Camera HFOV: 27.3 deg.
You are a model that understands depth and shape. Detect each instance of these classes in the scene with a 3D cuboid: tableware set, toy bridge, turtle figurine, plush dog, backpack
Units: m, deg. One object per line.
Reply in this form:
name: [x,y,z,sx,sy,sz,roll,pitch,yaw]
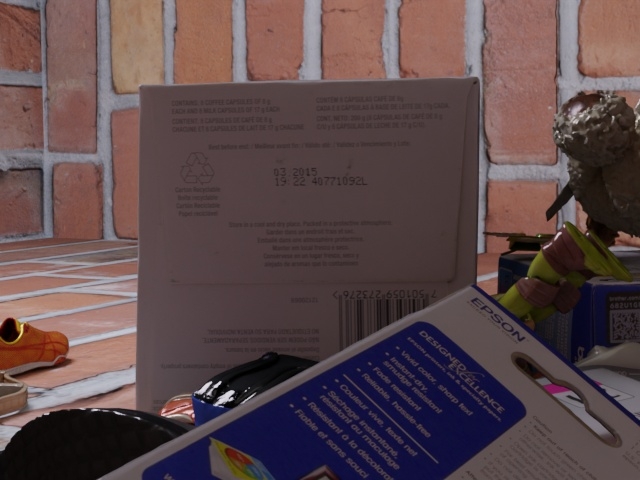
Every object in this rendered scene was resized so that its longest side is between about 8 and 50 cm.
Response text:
tableware set: [0.250,0.006,1.498,0.104,0.024,0.154,1,3,-10]
toy bridge: [-0.341,0.163,1.390,0.063,0.026,0.188,1,4,-6]
turtle figurine: [0.167,0.079,1.156,0.269,0.217,0.087,27,25,-50]
plush dog: [0.397,-0.054,1.448,0.262,0.210,0.225,-12,29,-38]
backpack: [-0.039,0.149,1.057,0.098,0.101,0.120,1,8,39]

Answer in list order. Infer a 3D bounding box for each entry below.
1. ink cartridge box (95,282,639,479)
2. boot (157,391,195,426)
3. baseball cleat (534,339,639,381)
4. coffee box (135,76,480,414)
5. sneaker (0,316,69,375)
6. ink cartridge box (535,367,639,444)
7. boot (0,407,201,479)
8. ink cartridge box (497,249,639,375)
ink cartridge box: [0.037,0.135,0.586,0.176,0.069,0.371,41,33,18]
boot: [-0.079,0.166,1.172,0.158,0.059,0.084,-8,5,17]
baseball cleat: [0.202,0.158,1.105,0.206,0.109,0.072,-26,-32,-4]
coffee box: [0.000,0.000,1.429,0.338,0.338,0.334,0,4,5]
sneaker: [-0.360,0.125,1.621,0.064,0.067,0.175,-1,3,17]
ink cartridge box: [0.172,0.162,0.906,0.275,0.060,0.239,-6,12,-29]
boot: [-0.081,0.145,0.790,0.223,0.118,0.338,-4,-3,-41]
ink cartridge box: [0.359,0.096,1.357,0.270,0.151,0.395,-2,3,-8]
